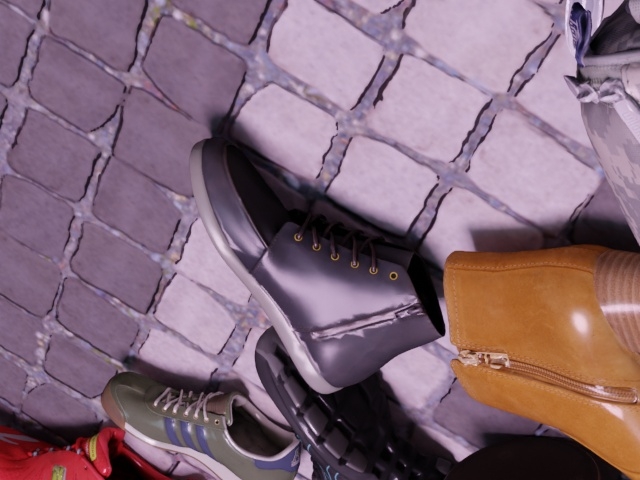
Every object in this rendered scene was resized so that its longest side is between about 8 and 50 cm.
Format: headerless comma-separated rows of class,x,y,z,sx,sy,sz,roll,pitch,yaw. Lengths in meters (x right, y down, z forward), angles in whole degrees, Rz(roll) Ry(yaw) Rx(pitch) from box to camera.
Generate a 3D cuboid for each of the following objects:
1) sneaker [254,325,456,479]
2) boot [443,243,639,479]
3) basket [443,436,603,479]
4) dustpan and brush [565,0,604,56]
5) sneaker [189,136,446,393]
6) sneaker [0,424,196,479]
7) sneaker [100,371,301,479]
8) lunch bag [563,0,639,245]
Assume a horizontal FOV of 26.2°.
sneaker,0.022,0.181,1.156,0.106,0.101,0.267,-22,114,44
boot,0.211,0.126,1.008,0.211,0.104,0.295,0,123,37
basket,0.179,0.288,1.111,0.154,0.204,0.227,13,127,47
dustpan and brush,0.158,-0.202,0.760,0.147,0.060,0.211,14,133,19
sneaker,0.000,0.000,1.038,0.118,0.083,0.222,-27,106,23
sneaker,-0.236,0.229,1.372,0.279,0.107,0.118,20,117,9
sneaker,-0.100,0.158,1.239,0.192,0.064,0.086,31,129,2
lunch bag,0.264,-0.024,0.687,0.212,0.256,0.305,-20,105,38
